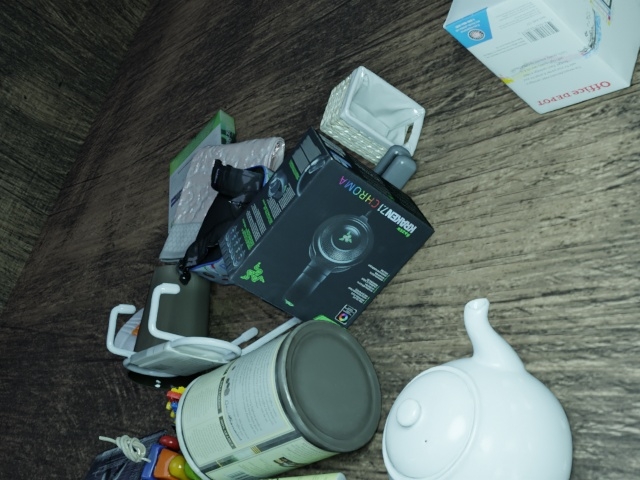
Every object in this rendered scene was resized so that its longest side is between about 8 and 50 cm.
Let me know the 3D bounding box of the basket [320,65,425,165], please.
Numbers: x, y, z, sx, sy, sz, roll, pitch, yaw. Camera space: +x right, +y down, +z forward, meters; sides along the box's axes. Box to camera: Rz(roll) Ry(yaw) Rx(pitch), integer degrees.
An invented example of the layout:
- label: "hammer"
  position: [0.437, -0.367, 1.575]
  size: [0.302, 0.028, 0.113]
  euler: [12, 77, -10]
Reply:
- label: "basket"
  position: [0.095, -0.227, 1.608]
  size: [0.103, 0.167, 0.113]
  euler: [-18, 48, 55]

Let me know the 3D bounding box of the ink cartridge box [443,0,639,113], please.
- label: "ink cartridge box"
  position: [0.340, -0.334, 1.274]
  size: [0.171, 0.232, 0.168]
  euler: [-10, 52, 53]

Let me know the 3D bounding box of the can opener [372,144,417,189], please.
- label: "can opener"
  position: [0.056, -0.061, 1.575]
  size: [0.283, 0.095, 0.076]
  euler: [-52, 30, 22]

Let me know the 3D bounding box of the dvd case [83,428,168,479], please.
- label: "dvd case"
  position: [-0.383, 0.447, 1.589]
  size: [0.164, 0.018, 0.221]
  euler: [-22, 20, 18]

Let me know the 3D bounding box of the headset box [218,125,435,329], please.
- label: "headset box"
  position: [0.000, 0.000, 1.452]
  size: [0.283, 0.246, 0.131]
  euler: [-48, 31, 14]

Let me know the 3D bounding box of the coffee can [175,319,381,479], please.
- label: "coffee can"
  position: [-0.070, 0.265, 1.355]
  size: [0.275, 0.201, 0.202]
  euler: [-30, 40, 39]

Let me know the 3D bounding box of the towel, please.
- label: "towel"
  position: [-0.236, -0.088, 2.011]
  size: [0.331, 0.053, 0.317]
  euler: [1, 69, 47]

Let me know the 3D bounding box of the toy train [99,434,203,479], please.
- label: "toy train"
  position: [-0.243, 0.385, 1.459]
  size: [0.143, 0.248, 0.105]
  euler: [-14, 51, 45]

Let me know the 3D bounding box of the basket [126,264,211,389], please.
- label: "basket"
  position: [-0.305, 0.179, 1.797]
  size: [0.204, 0.154, 0.227]
  euler: [-31, 47, 53]

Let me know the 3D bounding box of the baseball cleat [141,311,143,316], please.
- label: "baseball cleat"
  position: [-0.316, 0.139, 1.920]
  size: [0.109, 0.072, 0.206]
  euler: [15, 60, 25]

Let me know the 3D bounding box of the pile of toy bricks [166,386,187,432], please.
- label: "pile of toy bricks"
  position: [-0.200, 0.307, 1.550]
  size: [0.118, 0.212, 0.105]
  euler: [13, 55, 15]

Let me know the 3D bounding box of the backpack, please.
- label: "backpack"
  position: [-0.136, -0.023, 1.709]
  size: [0.263, 0.213, 0.277]
  euler: [-16, 54, 68]

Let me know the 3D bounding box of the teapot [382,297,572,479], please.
- label: "teapot"
  position: [0.162, 0.248, 1.043]
  size: [0.252, 0.187, 0.256]
  euler: [-38, 36, 31]

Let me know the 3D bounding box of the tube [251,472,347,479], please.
- label: "tube"
  position: [-0.077, 0.393, 1.290]
  size: [0.240, 0.070, 0.062]
  euler: [-12, 85, 20]

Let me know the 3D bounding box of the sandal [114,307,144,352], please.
- label: "sandal"
  position: [-0.361, 0.183, 2.001]
  size: [0.102, 0.076, 0.265]
  euler: [25, 61, 36]

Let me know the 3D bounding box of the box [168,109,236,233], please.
- label: "box"
  position: [-0.313, -0.176, 2.273]
  size: [0.232, 0.058, 0.322]
  euler: [-42, 35, 25]

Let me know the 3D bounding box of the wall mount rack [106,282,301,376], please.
- label: "wall mount rack"
  position: [-0.202, 0.171, 1.541]
  size: [0.350, 0.304, 0.131]
  euler: [-23, 55, 53]
